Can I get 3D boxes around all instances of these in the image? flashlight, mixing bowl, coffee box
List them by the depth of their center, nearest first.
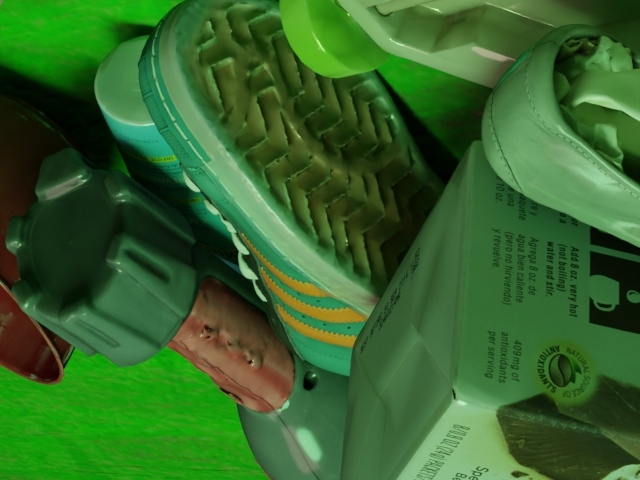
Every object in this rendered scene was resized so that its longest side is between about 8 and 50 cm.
[{"bbox_3d":[0.172,0.082,0.713,0.297,0.119,0.168,12,146,-9],"label":"coffee box"},{"bbox_3d":[-0.047,0.067,0.946,0.103,0.103,0.304,22,170,36],"label":"flashlight"},{"bbox_3d":[-0.180,-0.017,0.958,0.181,0.098,0.181,34,159,15],"label":"mixing bowl"}]

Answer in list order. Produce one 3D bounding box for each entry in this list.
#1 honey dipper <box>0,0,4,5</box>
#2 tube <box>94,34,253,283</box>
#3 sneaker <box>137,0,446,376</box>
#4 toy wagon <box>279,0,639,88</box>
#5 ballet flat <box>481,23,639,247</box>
[{"bbox_3d":[-0.132,-0.141,0.811,0.030,0.030,0.161,34,154,-17],"label":"honey dipper"},{"bbox_3d":[-0.070,-0.030,0.933,0.080,0.052,0.207,22,158,19],"label":"tube"},{"bbox_3d":[0.000,0.000,0.860,0.121,0.108,0.302,-11,137,41],"label":"sneaker"},{"bbox_3d":[0.083,-0.123,0.635,0.267,0.068,0.344,-8,139,45],"label":"toy wagon"},{"bbox_3d":[0.160,-0.012,0.623,0.213,0.072,0.068,24,144,-3],"label":"ballet flat"}]
